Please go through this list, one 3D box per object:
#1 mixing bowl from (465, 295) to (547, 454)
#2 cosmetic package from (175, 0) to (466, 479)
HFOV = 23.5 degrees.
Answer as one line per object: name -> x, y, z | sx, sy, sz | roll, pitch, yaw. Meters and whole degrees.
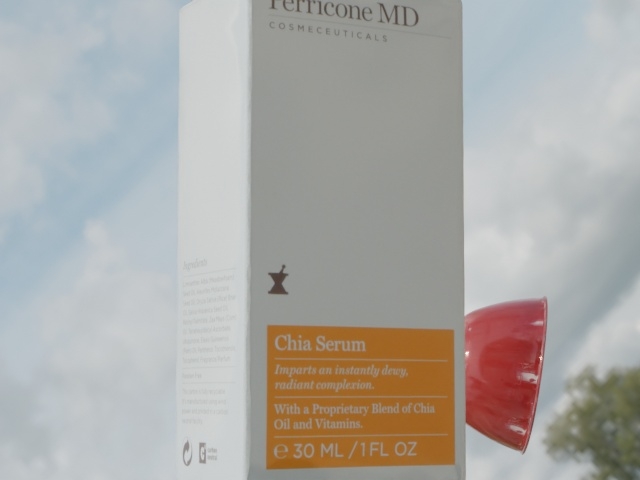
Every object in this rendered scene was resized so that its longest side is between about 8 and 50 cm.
mixing bowl -> 0.193, 0.145, 1.731 | 0.181, 0.098, 0.181 | 8, -90, -87
cosmetic package -> 0.000, 0.000, 1.418 | 0.230, 0.453, 0.161 | 2, -6, -27
